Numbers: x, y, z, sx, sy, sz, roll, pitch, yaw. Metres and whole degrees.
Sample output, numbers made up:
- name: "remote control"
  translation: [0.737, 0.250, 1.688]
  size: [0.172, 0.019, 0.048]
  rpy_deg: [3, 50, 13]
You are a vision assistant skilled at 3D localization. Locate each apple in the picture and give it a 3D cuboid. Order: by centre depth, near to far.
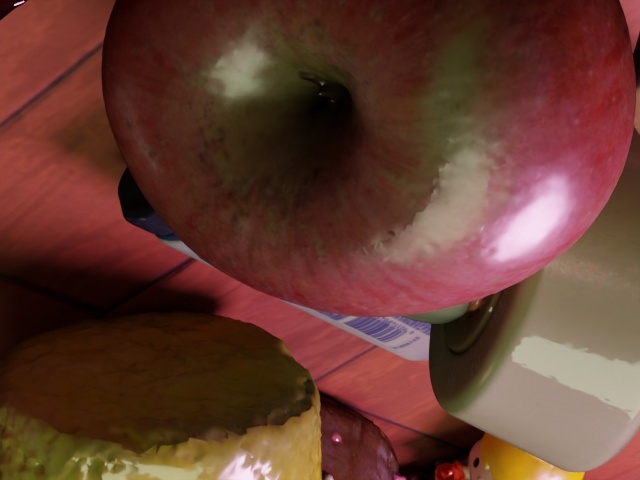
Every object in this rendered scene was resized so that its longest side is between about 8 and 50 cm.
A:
- name: "apple"
  translation: [0.040, -0.110, 1.275]
  size: [0.345, 0.345, 0.269]
  rpy_deg: [-25, -174, 28]

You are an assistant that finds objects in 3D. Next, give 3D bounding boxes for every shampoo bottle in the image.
- name: "shampoo bottle"
  translation: [0.000, 0.000, 1.625]
  size: [0.134, 0.078, 0.359]
  rpy_deg: [-34, 138, 29]

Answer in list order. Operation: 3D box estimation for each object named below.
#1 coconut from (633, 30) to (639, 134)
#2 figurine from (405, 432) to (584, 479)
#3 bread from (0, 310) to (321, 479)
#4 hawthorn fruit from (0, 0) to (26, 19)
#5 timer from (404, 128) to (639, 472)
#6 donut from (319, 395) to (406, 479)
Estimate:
- name: "coconut"
  translation: [0.350, -0.131, 1.301]
  size: [0.329, 0.329, 0.329]
  rpy_deg: [-4, 148, -2]
- name: "figurine"
  translation: [0.182, 0.246, 2.017]
  size: [0.185, 0.127, 0.234]
  rpy_deg: [6, 158, 4]
- name: "bread"
  translation: [-0.159, 0.238, 1.701]
  size: [0.348, 0.348, 0.308]
  rpy_deg: [1, 116, -10]
- name: "hawthorn fruit"
  translation: [-0.227, -0.302, 0.868]
  size: [0.403, 0.403, 0.403]
  rpy_deg: [-4, 148, -2]
- name: "timer"
  translation: [0.103, 0.002, 1.493]
  size: [0.315, 0.291, 0.291]
  rpy_deg: [17, 143, -11]
- name: "donut"
  translation: [-0.061, 0.289, 2.026]
  size: [0.345, 0.136, 0.259]
  rpy_deg: [-28, 138, 34]
